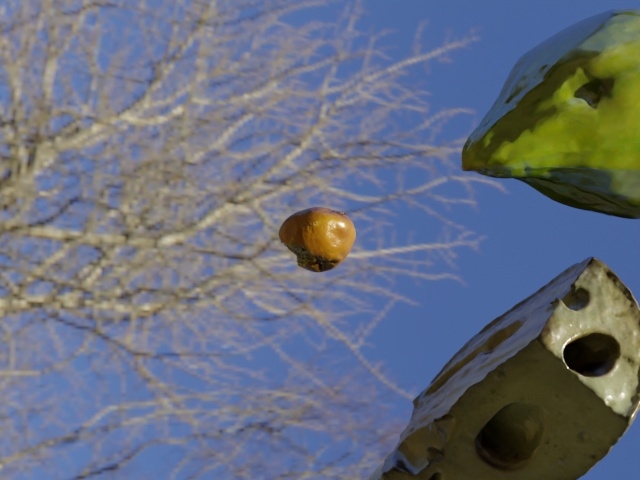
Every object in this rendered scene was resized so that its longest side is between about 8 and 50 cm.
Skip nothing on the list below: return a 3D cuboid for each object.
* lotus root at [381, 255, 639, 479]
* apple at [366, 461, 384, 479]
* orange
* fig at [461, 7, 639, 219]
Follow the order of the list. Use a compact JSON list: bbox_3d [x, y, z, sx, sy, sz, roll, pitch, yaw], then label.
[{"bbox_3d":[0.215,0.168,1.396,0.142,0.210,0.314,42,-43,-5],"label":"lotus root"},{"bbox_3d":[0.156,0.339,1.587,0.261,0.261,0.193,-15,-106,38],"label":"apple"},{"bbox_3d":[0.000,0.000,1.464,0.086,0.086,0.062,-41,-125,30],"label":"orange"},{"bbox_3d":[0.210,-0.099,0.982,0.167,0.233,0.167,-14,-111,41],"label":"fig"}]
